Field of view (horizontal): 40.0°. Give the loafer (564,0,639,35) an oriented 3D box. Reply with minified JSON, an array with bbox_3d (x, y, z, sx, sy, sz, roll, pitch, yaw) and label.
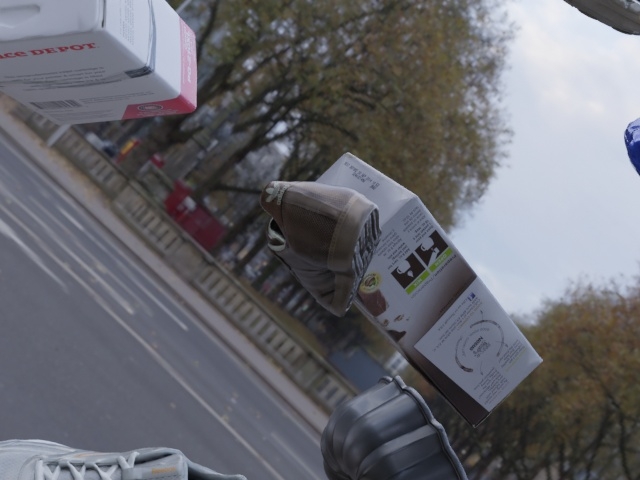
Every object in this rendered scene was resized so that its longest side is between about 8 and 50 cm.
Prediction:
[{"bbox_3d":[0.455,-0.447,1.525,0.319,0.112,0.111,33,-9,3],"label":"loafer"}]

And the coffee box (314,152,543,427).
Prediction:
[{"bbox_3d":[0.105,0.058,1.011,0.297,0.119,0.168,48,-3,-31],"label":"coffee box"}]

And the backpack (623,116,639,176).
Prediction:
[{"bbox_3d":[0.326,-0.083,0.772,0.098,0.101,0.120,48,23,-10],"label":"backpack"}]

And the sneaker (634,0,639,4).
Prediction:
[{"bbox_3d":[0.192,-0.044,0.298,0.232,0.090,0.081,29,24,18],"label":"sneaker"}]

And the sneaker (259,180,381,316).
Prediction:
[{"bbox_3d":[0.000,0.000,0.617,0.071,0.066,0.188,25,-17,8],"label":"sneaker"}]

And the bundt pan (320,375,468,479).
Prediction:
[{"bbox_3d":[0.097,0.363,1.234,0.331,0.124,0.330,163,-90,-74],"label":"bundt pan"}]

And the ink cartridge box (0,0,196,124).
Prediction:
[{"bbox_3d":[-0.244,-0.201,0.881,0.237,0.172,0.100,38,49,-75],"label":"ink cartridge box"}]

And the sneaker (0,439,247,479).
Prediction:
[{"bbox_3d":[-0.172,0.201,0.722,0.263,0.121,0.099,17,48,-31],"label":"sneaker"}]
